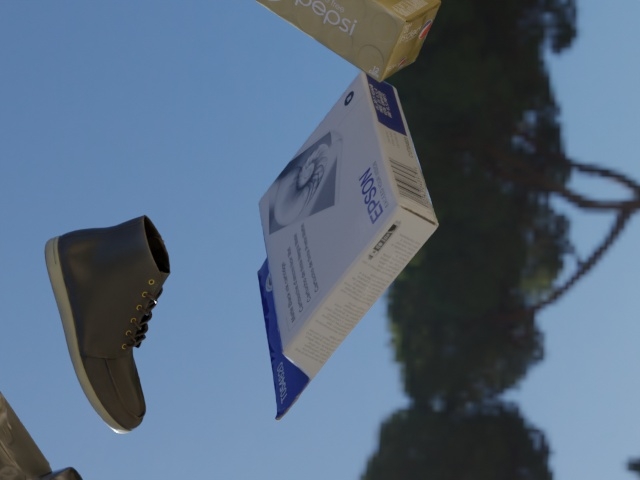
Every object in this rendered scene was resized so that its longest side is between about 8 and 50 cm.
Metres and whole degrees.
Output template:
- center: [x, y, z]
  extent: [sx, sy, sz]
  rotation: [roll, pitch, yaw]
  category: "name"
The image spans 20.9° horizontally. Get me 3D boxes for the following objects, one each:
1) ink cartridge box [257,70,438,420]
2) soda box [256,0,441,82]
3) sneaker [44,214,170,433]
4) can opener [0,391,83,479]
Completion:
- center: [0.000, 0.000, 1.431]
  extent: [0.045, 0.224, 0.223]
  rotation: [26, -154, -23]
  category: "ink cartridge box"
- center: [0.000, -0.202, 1.364]
  extent: [0.058, 0.181, 0.061]
  rotation: [-34, -26, -49]
  category: "soda box"
- center: [-0.201, 0.089, 1.813]
  extent: [0.083, 0.118, 0.222]
  rotation: [-53, -54, -75]
  category: "sneaker"
- center: [-0.200, 0.198, 1.173]
  extent: [0.283, 0.095, 0.076]
  rotation: [57, -161, 1]
  category: "can opener"
